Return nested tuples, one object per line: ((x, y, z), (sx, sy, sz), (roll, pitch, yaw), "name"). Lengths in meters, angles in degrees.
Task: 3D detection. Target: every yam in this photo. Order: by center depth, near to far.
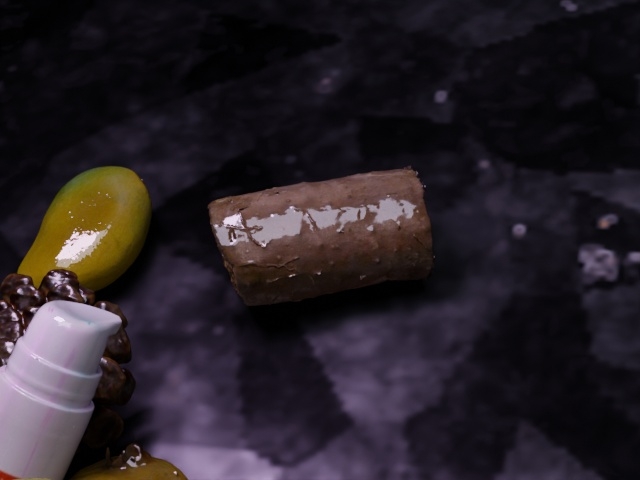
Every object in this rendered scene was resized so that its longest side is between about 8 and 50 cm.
((0.000, -0.002, 2.076), (0.238, 0.128, 0.129), (-10, 12, -7), "yam")

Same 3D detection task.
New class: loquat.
((-0.189, 0.277, 1.830), (0.163, 0.163, 0.137), (-27, 9, -15), "loquat")

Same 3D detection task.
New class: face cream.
((-0.295, 0.217, 1.797), (0.102, 0.102, 0.345), (29, 101, 32), "face cream")

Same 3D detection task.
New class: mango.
((-0.263, -0.004, 2.159), (0.122, 0.085, 0.191), (16, 61, 10), "mango")

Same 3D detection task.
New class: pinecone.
((-0.290, 0.143, 1.944), (0.202, 0.201, 0.229), (24, 88, 3), "pinecone")

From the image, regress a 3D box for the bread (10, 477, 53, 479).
((-0.257, 0.369, 1.635), (0.237, 0.320, 0.320), (22, 54, 19), "bread")
